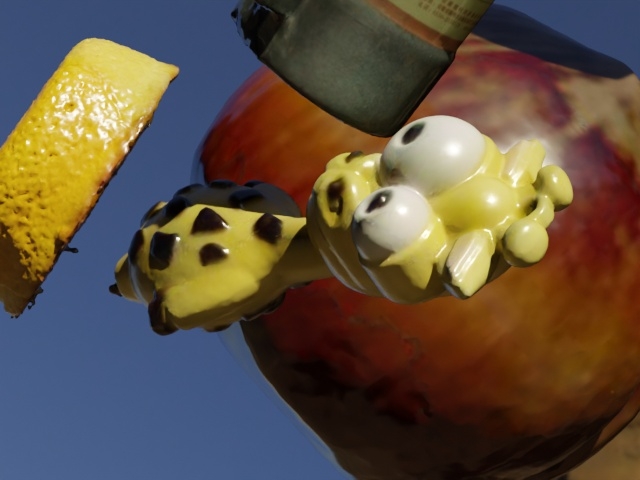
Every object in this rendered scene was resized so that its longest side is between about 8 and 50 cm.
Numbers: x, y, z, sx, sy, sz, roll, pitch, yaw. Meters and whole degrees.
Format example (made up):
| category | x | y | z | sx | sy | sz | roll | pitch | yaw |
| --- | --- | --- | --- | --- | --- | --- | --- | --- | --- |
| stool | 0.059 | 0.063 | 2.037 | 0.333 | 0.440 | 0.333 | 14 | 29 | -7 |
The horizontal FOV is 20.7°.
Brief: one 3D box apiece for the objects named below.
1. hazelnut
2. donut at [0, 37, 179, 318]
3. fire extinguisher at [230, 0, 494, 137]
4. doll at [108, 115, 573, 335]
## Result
| category | x | y | z | sx | sy | sz | roll | pitch | yaw |
| --- | --- | --- | --- | --- | --- | --- | --- | --- | --- |
| hazelnut | 0.080 | 0.001 | 1.440 | 0.402 | 0.402 | 0.429 | 101 | -30 | -49 |
| donut | -0.193 | -0.077 | 1.402 | 0.101 | 0.259 | 0.152 | 36 | -34 | -8 |
| fire extinguisher | 0.092 | -0.230 | 0.861 | 0.113 | 0.200 | 0.376 | 40 | -76 | 13 |
| doll | -0.001 | -0.001 | 0.907 | 0.291 | 0.117 | 0.086 | -8 | -48 | 44 |
